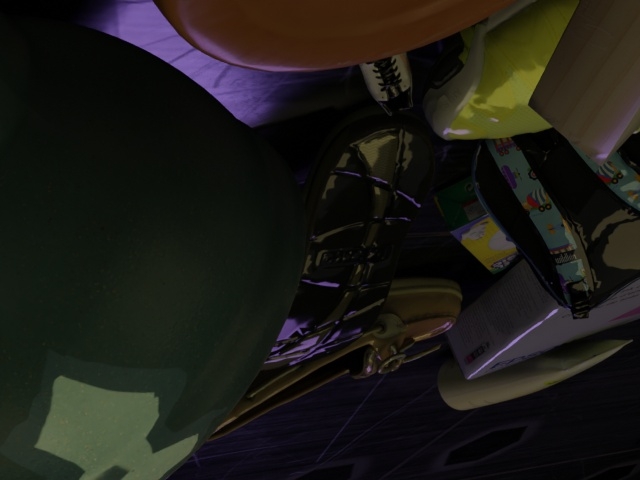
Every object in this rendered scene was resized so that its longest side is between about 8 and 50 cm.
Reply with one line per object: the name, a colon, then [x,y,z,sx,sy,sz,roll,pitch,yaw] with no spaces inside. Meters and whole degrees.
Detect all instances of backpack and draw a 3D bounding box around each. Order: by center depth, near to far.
backpack: [0.204,-0.052,1.306,0.158,0.173,0.117,-34,-161,22]

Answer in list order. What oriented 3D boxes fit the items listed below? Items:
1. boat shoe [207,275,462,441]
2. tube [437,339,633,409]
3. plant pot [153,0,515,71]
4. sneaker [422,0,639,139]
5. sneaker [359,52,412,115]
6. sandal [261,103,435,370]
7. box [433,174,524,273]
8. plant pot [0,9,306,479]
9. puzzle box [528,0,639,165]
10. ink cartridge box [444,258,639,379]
boat shoe: [0.006,0.108,1.561,0.285,0.089,0.104,-17,158,-13]
tube: [0.213,0.136,1.761,0.062,0.070,0.240,34,152,-21]
plant pot: [0.001,-0.202,0.670,0.291,0.203,0.291,-18,159,-7]
sneaker: [0.259,-0.131,1.155,0.384,0.147,0.145,-18,160,-7]
sneaker: [0.043,-0.120,1.122,0.040,0.044,0.109,-22,157,7]
sandal: [0.002,-0.001,1.325,0.120,0.086,0.303,0,136,-32]
box: [0.172,-0.022,1.475,0.105,0.043,0.179,-27,161,12]
plant pot: [-0.182,-0.008,0.910,0.293,0.293,0.196,-28,132,16]
puzzle box: [0.265,-0.232,0.768,0.409,0.052,0.272,-45,169,-20]
ink cartridge box: [0.320,0.012,1.584,0.324,0.071,0.330,-16,166,-25]
